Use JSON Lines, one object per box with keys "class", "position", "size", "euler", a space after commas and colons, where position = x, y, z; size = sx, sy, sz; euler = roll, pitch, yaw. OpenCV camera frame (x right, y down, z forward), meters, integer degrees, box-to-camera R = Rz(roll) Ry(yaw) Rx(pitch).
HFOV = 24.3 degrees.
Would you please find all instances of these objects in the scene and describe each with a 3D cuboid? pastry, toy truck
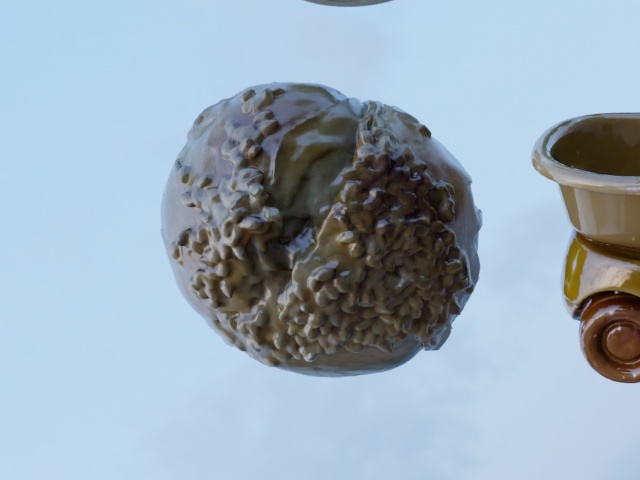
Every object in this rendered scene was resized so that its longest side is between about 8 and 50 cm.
{"class": "pastry", "position": [0.000, 0.000, 1.391], "size": [0.284, 0.316, 0.184], "euler": [-62, 4, 16]}
{"class": "toy truck", "position": [0.327, 0.005, 1.274], "size": [0.204, 0.288, 0.211], "euler": [-48, -42, -58]}

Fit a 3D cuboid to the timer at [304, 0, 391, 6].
{"class": "timer", "position": [0.030, -0.401, 1.560], "size": [0.175, 0.266, 0.175], "euler": [-1, -17, 0]}
